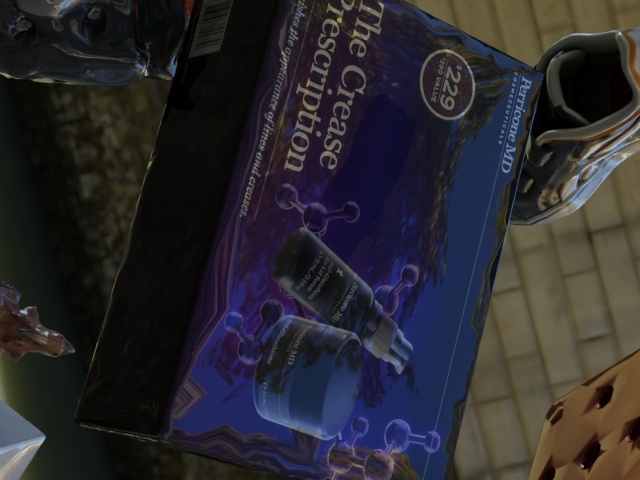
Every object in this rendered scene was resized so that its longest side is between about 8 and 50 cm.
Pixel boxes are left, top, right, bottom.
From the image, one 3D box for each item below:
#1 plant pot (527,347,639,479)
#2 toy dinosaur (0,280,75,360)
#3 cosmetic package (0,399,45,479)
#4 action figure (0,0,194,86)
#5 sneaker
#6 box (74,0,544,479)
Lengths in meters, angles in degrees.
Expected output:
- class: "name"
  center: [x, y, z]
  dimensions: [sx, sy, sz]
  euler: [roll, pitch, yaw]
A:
- class: "plant pot"
  center: [0.297, 0.221, 1.099]
  dimensions: [0.267, 0.235, 0.267]
  euler: [-45, -164, 51]
- class: "toy dinosaur"
  center: [-0.425, 0.101, 1.518]
  dimensions: [0.200, 0.295, 0.127]
  euler: [176, -103, -76]
- class: "cosmetic package"
  center: [-0.465, 0.304, 1.418]
  dimensions: [0.097, 0.284, 0.377]
  euler: [34, 10, 16]
- class: "action figure"
  center: [-0.114, -0.171, 0.922]
  dimensions: [0.341, 0.330, 0.178]
  euler: [109, -14, -68]
- class: "sneaker"
  center: [0.237, -0.116, 1.394]
  dimensions: [0.321, 0.127, 0.126]
  euler: [-38, -131, 49]
- class: "box"
  center: [0.000, 0.000, 0.786]
  dimensions: [0.184, 0.103, 0.261]
  euler: [21, 77, -34]
